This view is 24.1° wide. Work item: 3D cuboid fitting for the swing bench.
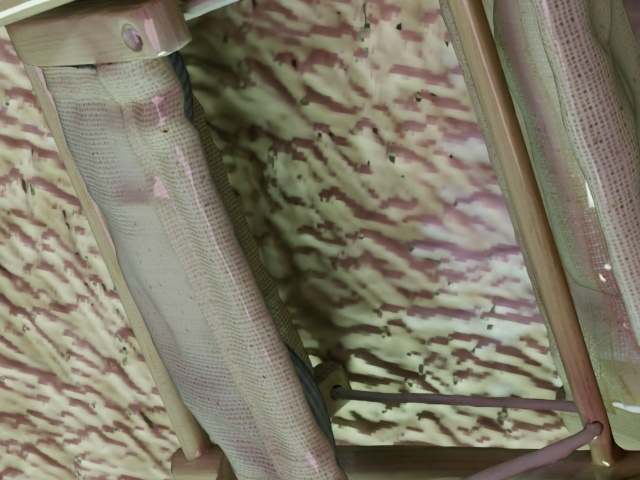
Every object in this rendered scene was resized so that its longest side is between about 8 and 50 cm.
[{"bbox_3d":[0.000,0.000,0.498,0.254,0.165,0.253,-12,112,20],"label":"swing bench"}]
